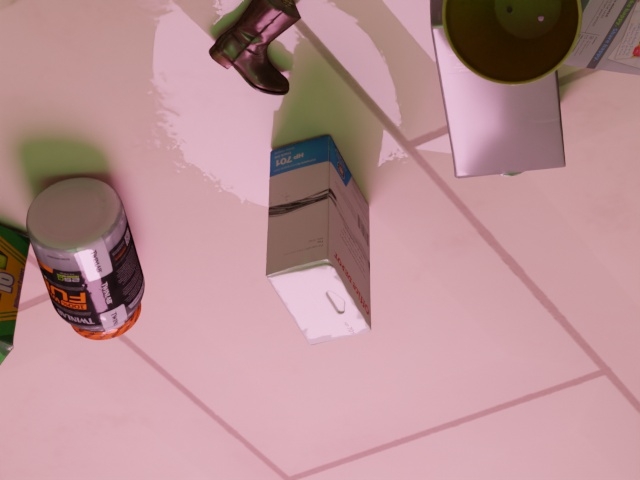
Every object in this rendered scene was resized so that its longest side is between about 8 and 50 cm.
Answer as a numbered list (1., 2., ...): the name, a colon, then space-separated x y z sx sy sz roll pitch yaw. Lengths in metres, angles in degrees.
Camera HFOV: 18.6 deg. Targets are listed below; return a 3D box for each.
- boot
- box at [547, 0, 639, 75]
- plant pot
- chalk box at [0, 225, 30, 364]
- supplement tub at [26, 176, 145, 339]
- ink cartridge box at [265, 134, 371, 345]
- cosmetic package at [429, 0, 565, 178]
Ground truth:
1. boot: -0.048 -0.213 2.086 0.106 0.037 0.114 25 130 -28
2. box: 0.327 -0.235 1.962 0.186 0.038 0.145 3 129 -37
3. plant pot: 0.193 -0.224 1.887 0.134 0.095 0.134 4 105 16
4. chalk box: -0.516 0.060 2.314 0.289 0.179 0.180 20 136 -20
5. supplement tub: -0.273 0.026 2.310 0.117 0.117 0.190 -3 139 7
6. ink cartridge box: 0.000 0.000 2.209 0.082 0.191 0.140 -13 137 17
7. cosmetic package: 0.188 -0.180 2.061 0.127 0.107 0.238 -5 142 6
